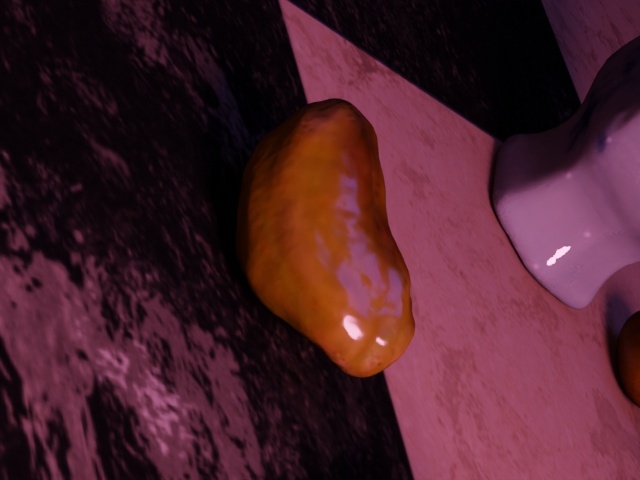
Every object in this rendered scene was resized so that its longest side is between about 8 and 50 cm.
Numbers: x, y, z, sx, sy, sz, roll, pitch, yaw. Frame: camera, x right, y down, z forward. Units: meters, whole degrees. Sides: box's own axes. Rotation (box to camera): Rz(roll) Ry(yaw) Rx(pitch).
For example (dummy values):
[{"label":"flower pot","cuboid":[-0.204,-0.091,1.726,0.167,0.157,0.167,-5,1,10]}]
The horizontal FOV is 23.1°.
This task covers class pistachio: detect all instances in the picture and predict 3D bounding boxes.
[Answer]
[{"label":"pistachio","cuboid":[-0.002,0.001,0.992,0.110,0.100,0.189,5,65,-34]}]

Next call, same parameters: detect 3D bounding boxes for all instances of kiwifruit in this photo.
[{"label":"kiwifruit","cuboid":[0.317,0.115,1.488,0.075,0.075,0.124,48,23,-24]}]

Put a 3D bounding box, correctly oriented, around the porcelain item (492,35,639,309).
[{"label":"porcelain item","cuboid":[0.363,-0.104,1.411,0.178,0.405,0.242,52,26,-19]}]
